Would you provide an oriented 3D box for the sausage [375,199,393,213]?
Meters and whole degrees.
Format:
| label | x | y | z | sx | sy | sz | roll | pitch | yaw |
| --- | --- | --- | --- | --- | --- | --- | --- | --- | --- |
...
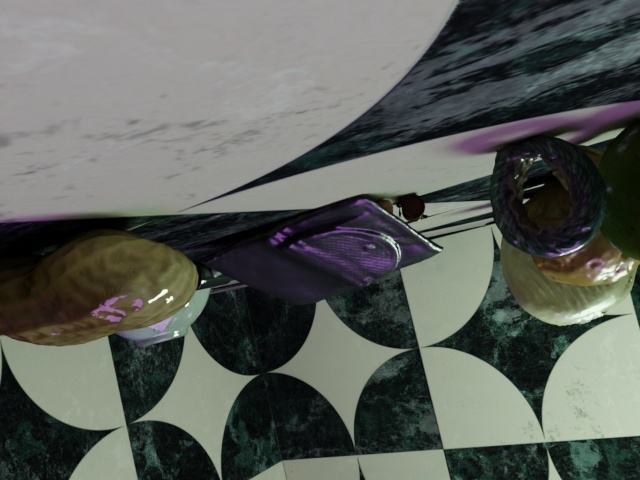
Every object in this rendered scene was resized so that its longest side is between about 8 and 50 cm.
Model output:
| label | x | y | z | sx | sy | sz | roll | pitch | yaw |
| --- | --- | --- | --- | --- | --- | --- | --- | --- | --- |
| sausage | 0.077 | -0.040 | 1.026 | 0.034 | 0.034 | 0.083 | -10 | 174 | -40 |

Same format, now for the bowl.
| label | x | y | z | sx | sy | sz | roll | pitch | yaw |
| --- | --- | --- | --- | --- | --- | --- | --- | --- | --- |
| bowl | -0.377 | 0.161 | 1.544 | 0.313 | 0.146 | 0.313 | -13 | 177 | -1 |

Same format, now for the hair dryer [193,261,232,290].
| label | x | y | z | sx | sy | sz | roll | pitch | yaw |
| --- | --- | --- | --- | --- | --- | --- | --- | --- | --- |
| hair dryer | -0.176 | 0.046 | 1.323 | 0.197 | 0.057 | 0.100 | -24 | 172 | 40 |

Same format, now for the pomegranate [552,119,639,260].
| label | x | y | z | sx | sy | sz | roll | pitch | yaw |
| --- | --- | --- | --- | --- | --- | --- | --- | --- | --- |
| pomegranate | 0.400 | -0.070 | 0.829 | 0.187 | 0.187 | 0.225 | -10 | -158 | -37 |

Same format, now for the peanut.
| label | x | y | z | sx | sy | sz | roll | pitch | yaw |
| --- | --- | --- | --- | --- | --- | --- | --- | --- | --- |
| peanut | -0.245 | 0.049 | 0.679 | 0.233 | 0.110 | 0.196 | -16 | 175 | 12 |

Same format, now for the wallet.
| label | x | y | z | sx | sy | sz | roll | pitch | yaw |
| --- | --- | --- | --- | --- | --- | --- | --- | --- | --- |
| wallet | 0.007 | 0.028 | 1.061 | 0.323 | 0.041 | 0.247 | -19 | 146 | 34 |

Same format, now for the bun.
| label | x | y | z | sx | sy | sz | roll | pitch | yaw |
| --- | --- | --- | --- | --- | --- | --- | --- | --- | --- |
| bun | 0.616 | 0.032 | 1.692 | 0.326 | 0.362 | 0.234 | 23 | 177 | 9 |

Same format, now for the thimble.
| label | x | y | z | sx | sy | sz | roll | pitch | yaw |
| --- | --- | --- | --- | --- | --- | --- | --- | --- | --- |
| thimble | 0.257 | -0.049 | 0.760 | 0.118 | 0.135 | 0.090 | -10 | 177 | 25 |

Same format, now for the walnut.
| label | x | y | z | sx | sy | sz | roll | pitch | yaw |
| --- | --- | --- | --- | --- | --- | --- | --- | --- | --- |
| walnut | 0.507 | -0.022 | 1.318 | 0.257 | 0.225 | 0.257 | -6 | 179 | 0 |

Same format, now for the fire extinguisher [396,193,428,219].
| label | x | y | z | sx | sy | sz | roll | pitch | yaw |
| --- | --- | --- | --- | --- | --- | --- | --- | --- | --- |
| fire extinguisher | 0.149 | -0.049 | 1.092 | 0.056 | 0.039 | 0.132 | 19 | 180 | 7 |
